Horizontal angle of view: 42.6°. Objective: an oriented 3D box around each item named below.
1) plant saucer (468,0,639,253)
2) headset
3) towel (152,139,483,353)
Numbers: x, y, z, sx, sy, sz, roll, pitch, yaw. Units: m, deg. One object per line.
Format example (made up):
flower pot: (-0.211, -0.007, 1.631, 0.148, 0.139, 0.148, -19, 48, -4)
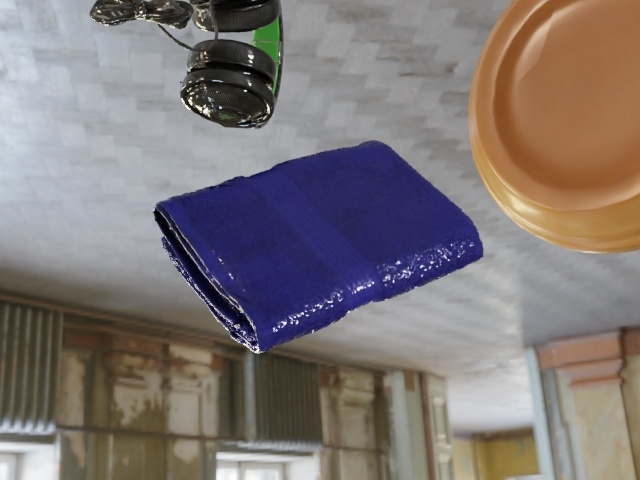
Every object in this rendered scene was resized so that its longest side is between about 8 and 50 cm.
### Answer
plant saucer: (0.170, -0.092, 0.502, 0.037, 0.199, 0.200, 6, 160, -45)
headset: (-0.148, -0.278, 1.117, 0.185, 0.243, 0.394, 4, -173, 11)
towel: (0.000, 0.000, 0.905, 0.308, 0.227, 0.076, -20, 140, -29)
